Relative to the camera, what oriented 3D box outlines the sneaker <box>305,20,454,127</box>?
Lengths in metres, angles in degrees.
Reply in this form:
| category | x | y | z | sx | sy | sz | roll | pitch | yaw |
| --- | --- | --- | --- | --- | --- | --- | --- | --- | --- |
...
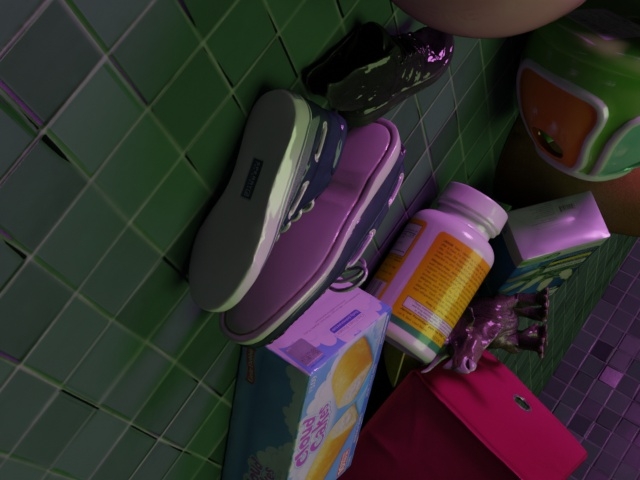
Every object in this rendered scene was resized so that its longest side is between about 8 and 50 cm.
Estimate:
| category | x | y | z | sx | sy | sz | roll | pitch | yaw |
| --- | --- | --- | --- | --- | --- | --- | --- | --- | --- |
| sneaker | 0.059 | -0.162 | 0.771 | 0.170 | 0.051 | 0.089 | -40 | 153 | -18 |

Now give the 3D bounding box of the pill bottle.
| category | x | y | z | sx | sy | sz | roll | pitch | yaw |
| --- | --- | --- | --- | --- | --- | --- | --- | --- | --- |
| pill bottle | 0.140 | 0.036 | 1.072 | 0.208 | 0.117 | 0.117 | -57 | 156 | -7 |

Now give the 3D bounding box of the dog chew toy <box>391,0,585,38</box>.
| category | x | y | z | sx | sy | sz | roll | pitch | yaw |
| --- | --- | --- | --- | --- | --- | --- | --- | --- | --- |
| dog chew toy | 0.159 | -0.286 | 0.670 | 0.332 | 0.206 | 0.207 | -45 | 153 | -47 |

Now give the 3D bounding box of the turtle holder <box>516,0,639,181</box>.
| category | x | y | z | sx | sy | sz | roll | pitch | yaw |
| --- | --- | --- | --- | --- | --- | --- | --- | --- | --- |
| turtle holder | 0.389 | -0.215 | 1.121 | 0.320 | 0.243 | 0.227 | -40 | 148 | -49 |

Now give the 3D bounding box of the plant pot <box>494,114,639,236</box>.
| category | x | y | z | sx | sy | sz | roll | pitch | yaw |
| --- | --- | --- | --- | --- | --- | --- | --- | --- | --- |
| plant pot | 0.432 | -0.107 | 1.305 | 0.237 | 0.254 | 0.237 | -44 | 152 | -30 |

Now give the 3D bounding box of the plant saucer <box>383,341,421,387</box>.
| category | x | y | z | sx | sy | sz | roll | pitch | yaw |
| --- | --- | --- | --- | --- | --- | --- | --- | --- | --- |
| plant saucer | 0.156 | 0.093 | 1.252 | 0.188 | 0.045 | 0.188 | -34 | 145 | -44 |

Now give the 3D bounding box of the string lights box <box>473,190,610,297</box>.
| category | x | y | z | sx | sy | sz | roll | pitch | yaw |
| --- | --- | --- | --- | --- | --- | --- | --- | --- | --- |
| string lights box | 0.313 | 0.024 | 1.293 | 0.133 | 0.077 | 0.260 | -15 | 160 | -9 |

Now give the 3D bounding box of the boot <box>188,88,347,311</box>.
| category | x | y | z | sx | sy | sz | roll | pitch | yaw |
| --- | --- | --- | --- | --- | --- | --- | --- | --- | --- |
| boot | -0.037 | -0.026 | 0.715 | 0.086 | 0.069 | 0.190 | 10 | 108 | -54 |

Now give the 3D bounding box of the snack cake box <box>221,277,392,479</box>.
| category | x | y | z | sx | sy | sz | roll | pitch | yaw |
| --- | --- | --- | --- | --- | --- | --- | --- | --- | --- |
| snack cake box | -0.020 | 0.186 | 0.969 | 0.152 | 0.089 | 0.264 | -34 | 145 | -45 |

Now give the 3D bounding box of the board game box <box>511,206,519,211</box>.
| category | x | y | z | sx | sy | sz | roll | pitch | yaw |
| --- | --- | --- | --- | --- | --- | --- | --- | --- | --- |
| board game box | 0.343 | -0.004 | 1.524 | 0.126 | 0.026 | 0.186 | -12 | 128 | -59 |

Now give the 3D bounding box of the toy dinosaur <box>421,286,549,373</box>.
| category | x | y | z | sx | sy | sz | roll | pitch | yaw |
| --- | --- | --- | --- | --- | --- | --- | --- | --- | --- |
| toy dinosaur | 0.251 | 0.120 | 1.266 | 0.313 | 0.160 | 0.121 | -4 | 97 | -74 |

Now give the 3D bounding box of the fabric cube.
| category | x | y | z | sx | sy | sz | roll | pitch | yaw |
| --- | --- | --- | --- | --- | --- | --- | --- | --- | --- |
| fabric cube | 0.205 | 0.345 | 1.322 | 0.259 | 0.254 | 0.258 | -52 | 157 | 21 |

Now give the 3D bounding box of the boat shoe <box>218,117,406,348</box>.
| category | x | y | z | sx | sy | sz | roll | pitch | yaw |
| --- | --- | --- | --- | --- | --- | --- | --- | --- | --- |
| boat shoe | 0.000 | 0.000 | 0.801 | 0.254 | 0.095 | 0.079 | -60 | 146 | -22 |
